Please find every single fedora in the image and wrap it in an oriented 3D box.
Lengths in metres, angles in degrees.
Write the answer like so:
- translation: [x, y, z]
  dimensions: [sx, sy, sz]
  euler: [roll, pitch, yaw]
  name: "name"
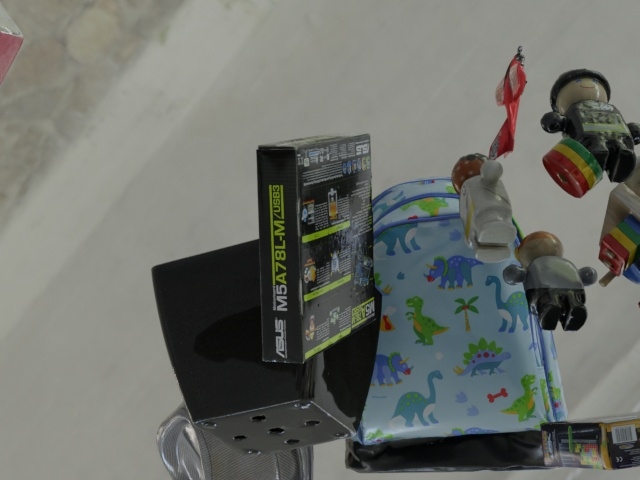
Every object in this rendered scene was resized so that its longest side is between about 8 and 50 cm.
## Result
- translation: [-0.120, 0.255, 1.530]
  dimensions: [0.243, 0.124, 0.275]
  euler: [48, -34, 29]
  name: "fedora"

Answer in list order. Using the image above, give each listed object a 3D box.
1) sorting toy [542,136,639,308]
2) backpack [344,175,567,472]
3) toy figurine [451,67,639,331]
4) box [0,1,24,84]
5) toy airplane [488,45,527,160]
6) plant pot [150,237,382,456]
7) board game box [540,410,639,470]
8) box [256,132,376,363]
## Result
- translation: [0.275, 0.041, 0.986]
  dimensions: [0.046, 0.132, 0.274]
  euler: [-42, -110, -7]
  name: "sorting toy"
- translation: [0.149, 0.098, 1.468]
  dimensions: [0.290, 0.273, 0.355]
  euler: [-2, -99, 11]
  name: "backpack"
- translation: [0.247, -0.038, 1.220]
  dimensions: [0.209, 0.213, 0.148]
  euler: [-36, -146, 22]
  name: "toy figurine"
- translation: [-0.329, -0.096, 0.856]
  dimensions: [0.232, 0.127, 0.148]
  euler: [-57, -133, 20]
  name: "box"
- translation: [0.229, -0.162, 1.482]
  dimensions: [0.151, 0.028, 0.151]
  euler: [-168, -90, -89]
  name: "toy airplane"
- translation: [-0.048, 0.116, 1.247]
  dimensions: [0.188, 0.188, 0.167]
  euler: [-14, -119, 19]
  name: "plant pot"
- translation: [0.325, 0.193, 1.216]
  dimensions: [0.141, 0.170, 0.048]
  euler: [147, -62, -72]
  name: "board game box"
- translation: [0.000, 0.000, 1.099]
  dimensions: [0.045, 0.191, 0.184]
  euler: [4, -80, 21]
  name: "box"
